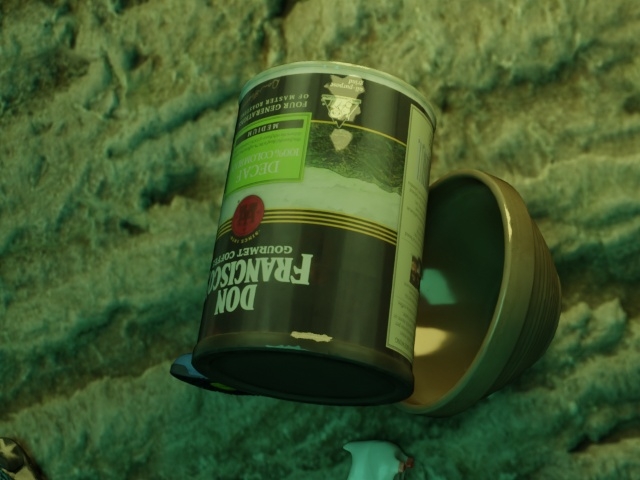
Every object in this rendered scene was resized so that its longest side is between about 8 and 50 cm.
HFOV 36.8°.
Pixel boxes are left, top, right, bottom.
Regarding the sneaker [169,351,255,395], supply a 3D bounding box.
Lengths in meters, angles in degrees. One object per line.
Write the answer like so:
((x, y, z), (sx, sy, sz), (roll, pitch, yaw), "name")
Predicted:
((-0.063, 0.125, 1.049), (0.209, 0.069, 0.082), (-2, 69, 20), "sneaker")

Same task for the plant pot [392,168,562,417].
((0.152, 0.059, 0.927), (0.110, 0.237, 0.237), (18, 95, -23), "plant pot")

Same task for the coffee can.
((0.000, 0.000, 0.914), (0.201, 0.201, 0.275), (0, 67, 18), "coffee can")

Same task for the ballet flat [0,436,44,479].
((-0.348, 0.311, 1.147), (0.173, 0.057, 0.049), (59, 145, 12), "ballet flat")

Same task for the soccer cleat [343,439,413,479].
((0.048, 0.306, 1.003), (0.076, 0.068, 0.196), (5, 82, 23), "soccer cleat")
